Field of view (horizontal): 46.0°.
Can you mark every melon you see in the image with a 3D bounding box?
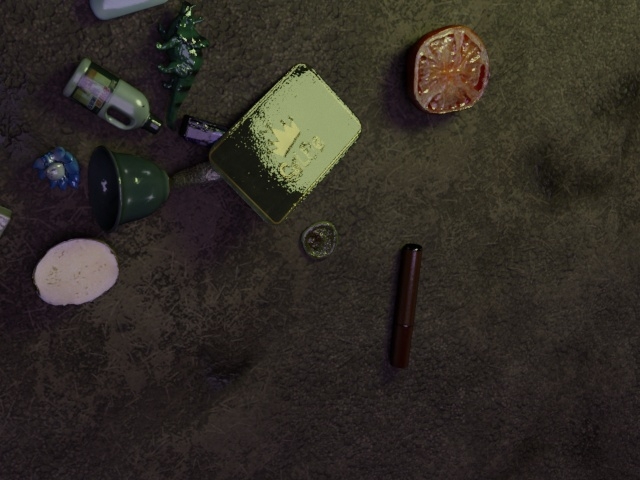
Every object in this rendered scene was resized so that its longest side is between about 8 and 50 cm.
[{"bbox_3d":[-0.293,-0.152,1.807,0.182,0.098,0.054,-15,87,-14],"label":"melon"}]

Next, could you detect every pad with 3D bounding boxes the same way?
[{"bbox_3d":[-0.042,-0.216,1.795,0.315,0.063,0.375,45,69,-14],"label":"pad"}]

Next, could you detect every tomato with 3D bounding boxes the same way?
[{"bbox_3d":[0.312,-0.431,1.921,0.237,0.095,0.236,-7,109,-21],"label":"tomato"}]

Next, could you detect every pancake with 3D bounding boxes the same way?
[{"bbox_3d":[0.000,0.001,1.989,0.108,0.017,0.108,-4,107,-13],"label":"pancake"}]

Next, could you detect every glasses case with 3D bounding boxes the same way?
[{"bbox_3d":[-0.421,-0.540,1.669,0.178,0.045,0.067,-21,112,-12],"label":"glasses case"}]

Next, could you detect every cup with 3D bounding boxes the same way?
[{"bbox_3d":[-0.430,-0.121,1.736,0.150,0.199,0.199,-7,109,-35],"label":"cup"}]

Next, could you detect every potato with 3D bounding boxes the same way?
[{"bbox_3d":[-0.579,0.072,1.786,0.200,0.081,0.164,-21,103,-15],"label":"potato"}]

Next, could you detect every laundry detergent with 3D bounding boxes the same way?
[{"bbox_3d":[-0.463,-0.314,1.712,0.226,0.070,0.099,32,86,-25],"label":"laundry detergent"}]

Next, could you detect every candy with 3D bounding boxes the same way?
[{"bbox_3d":[-0.185,-0.228,1.819,0.312,0.088,0.061,17,98,-22],"label":"candy"}]

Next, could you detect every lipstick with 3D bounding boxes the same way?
[{"bbox_3d":[0.239,0.184,2.102,0.057,0.057,0.356,-1,105,-18],"label":"lipstick"}]

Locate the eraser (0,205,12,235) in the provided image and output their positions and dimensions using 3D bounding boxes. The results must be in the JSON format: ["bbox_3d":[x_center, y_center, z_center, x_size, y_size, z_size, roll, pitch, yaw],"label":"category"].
[{"bbox_3d":[-0.867,-0.080,1.643,0.343,0.078,0.144,31,95,-25],"label":"eraser"}]

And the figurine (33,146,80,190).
[{"bbox_3d":[-0.588,-0.156,1.711,0.114,0.079,0.114,3,116,6],"label":"figurine"}]

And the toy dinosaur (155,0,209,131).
[{"bbox_3d":[-0.337,-0.400,1.725,0.120,0.079,0.292,18,103,-21],"label":"toy dinosaur"}]
